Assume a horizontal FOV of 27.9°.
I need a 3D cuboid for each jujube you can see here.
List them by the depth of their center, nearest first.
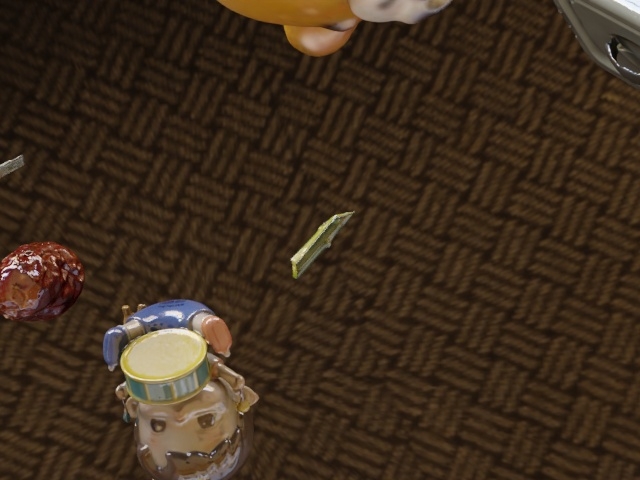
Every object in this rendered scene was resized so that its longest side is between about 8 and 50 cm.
[{"bbox_3d":[-0.262,0.040,1.181,0.077,0.129,0.077,0,94,4],"label":"jujube"}]

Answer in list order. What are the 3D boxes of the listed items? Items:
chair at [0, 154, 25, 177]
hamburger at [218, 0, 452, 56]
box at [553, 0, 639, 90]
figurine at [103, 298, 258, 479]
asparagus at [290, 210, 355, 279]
[{"bbox_3d":[-0.492,-0.067,1.455,0.275,0.203,0.190,-42,125,-32],"label":"chair"},{"bbox_3d":[0.012,-0.242,0.788,0.276,0.276,0.236,-35,111,-7],"label":"hamburger"},{"bbox_3d":[0.303,-0.185,1.091,0.130,0.162,0.227,-48,46,0],"label":"box"},{"bbox_3d":[-0.156,0.201,1.483,0.161,0.158,0.275,-7,123,10],"label":"figurine"},{"bbox_3d":[0.001,0.000,1.522,0.108,0.025,0.021,-48,117,-8],"label":"asparagus"}]
